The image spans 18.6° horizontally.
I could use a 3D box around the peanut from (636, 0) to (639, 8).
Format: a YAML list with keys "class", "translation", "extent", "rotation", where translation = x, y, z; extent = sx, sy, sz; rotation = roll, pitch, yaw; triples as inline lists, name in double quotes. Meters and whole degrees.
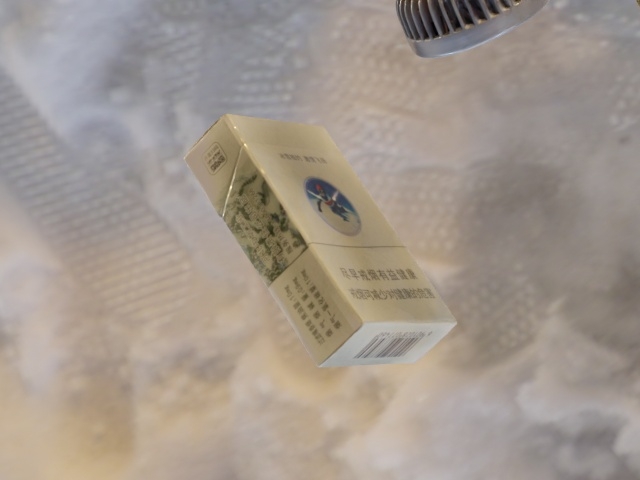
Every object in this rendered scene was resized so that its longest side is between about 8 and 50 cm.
- class: "peanut"
  translation: [0.282, -0.317, 1.616]
  extent: [0.125, 0.111, 0.274]
  rotation: [-11, 101, 1]

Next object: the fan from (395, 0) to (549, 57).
- class: "fan"
  translation: [0.146, -0.232, 1.705]
  extent: [0.130, 0.244, 0.074]
  rotation: [-17, 111, 27]

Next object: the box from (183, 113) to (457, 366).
- class: "box"
  translation: [0.000, 0.000, 1.854]
  extent: [0.069, 0.164, 0.256]
  rotation: [-46, 64, 26]
